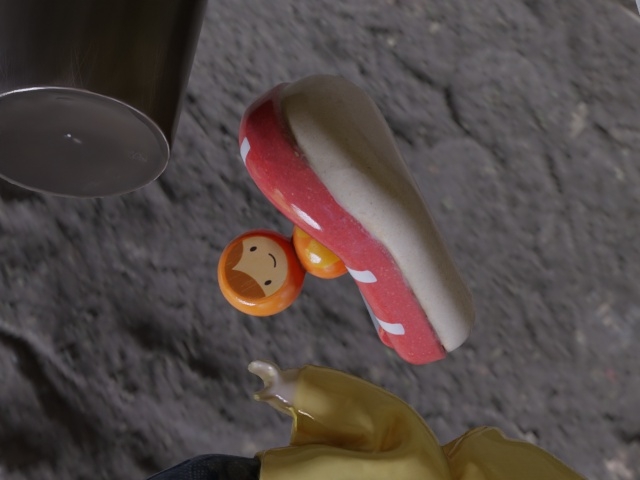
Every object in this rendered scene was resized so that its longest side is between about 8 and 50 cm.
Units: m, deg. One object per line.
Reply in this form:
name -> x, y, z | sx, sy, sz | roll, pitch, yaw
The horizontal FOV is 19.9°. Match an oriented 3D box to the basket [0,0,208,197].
basket -> -0.151, -0.154, 1.170 | 0.204, 0.227, 0.154 | -16, 145, 31

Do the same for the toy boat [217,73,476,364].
toy boat -> 0.000, 0.000, 1.227 | 0.151, 0.151, 0.231 | -27, 137, 4

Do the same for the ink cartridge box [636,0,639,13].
ink cartridge box -> 0.284, -0.160, 1.373 | 0.071, 0.330, 0.324 | -25, 151, 7

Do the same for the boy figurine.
boy figurine -> 0.005, 0.143, 0.939 | 0.285, 0.092, 0.177 | -12, 88, -20
